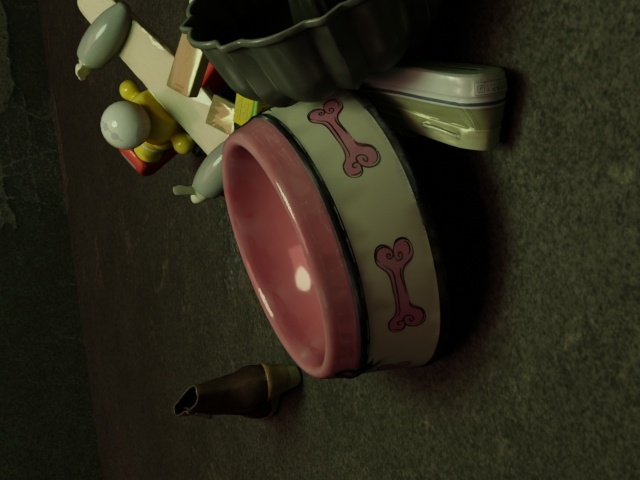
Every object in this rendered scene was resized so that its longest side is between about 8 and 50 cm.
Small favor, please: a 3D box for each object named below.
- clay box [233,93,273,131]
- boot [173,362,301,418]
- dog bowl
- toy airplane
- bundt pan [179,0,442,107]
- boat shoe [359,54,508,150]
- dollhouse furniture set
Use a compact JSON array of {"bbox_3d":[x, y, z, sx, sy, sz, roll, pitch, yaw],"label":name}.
[{"bbox_3d":[-0.065,-0.259,1.353,0.053,0.127,0.222,30,126,30],"label":"clay box"},{"bbox_3d":[-0.168,0.279,1.581,0.248,0.207,0.090,-45,56,56],"label":"boot"},{"bbox_3d":[0.000,0.000,1.158,0.408,0.150,0.407,55,157,38],"label":"dog bowl"},{"bbox_3d":[-0.268,-0.253,1.576,0.386,0.272,0.384,16,129,37],"label":"toy airplane"},{"bbox_3d":[0.004,-0.279,1.070,0.331,0.331,0.124,40,163,53],"label":"bundt pan"},{"bbox_3d":[0.106,-0.174,1.082,0.302,0.109,0.094,26,122,55],"label":"boat shoe"},{"bbox_3d":[-0.147,-0.265,1.446,0.151,0.123,0.144,29,111,22],"label":"dollhouse furniture set"}]
